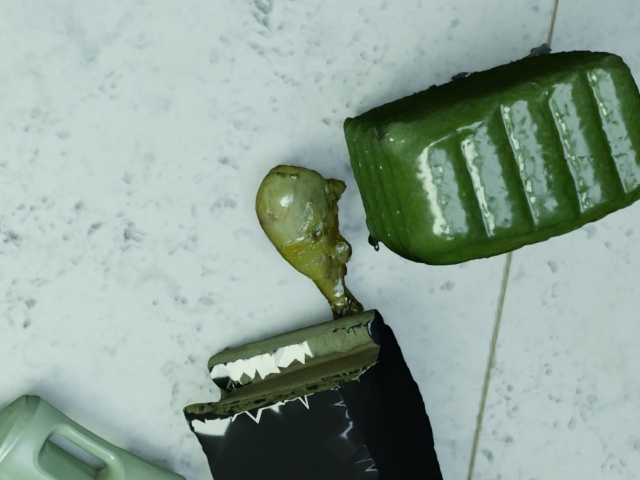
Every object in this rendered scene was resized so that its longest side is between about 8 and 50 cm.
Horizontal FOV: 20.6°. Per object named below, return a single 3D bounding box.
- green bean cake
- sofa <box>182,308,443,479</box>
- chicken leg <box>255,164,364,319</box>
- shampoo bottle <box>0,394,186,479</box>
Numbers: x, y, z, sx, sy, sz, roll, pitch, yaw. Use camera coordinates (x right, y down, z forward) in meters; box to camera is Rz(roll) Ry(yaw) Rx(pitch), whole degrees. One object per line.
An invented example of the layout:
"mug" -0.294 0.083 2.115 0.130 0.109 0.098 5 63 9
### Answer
"green bean cake" 0.164 -0.077 1.629 0.247 0.250 0.156 -19 101 -9
"sofa" 0.003 0.214 1.710 0.200 0.182 0.258 -17 102 9
"chicken leg" 0.000 0.000 1.706 0.093 0.070 0.178 -30 111 -12
"shampoo bottle" -0.254 0.221 1.671 0.234 0.087 0.118 32 101 -15
